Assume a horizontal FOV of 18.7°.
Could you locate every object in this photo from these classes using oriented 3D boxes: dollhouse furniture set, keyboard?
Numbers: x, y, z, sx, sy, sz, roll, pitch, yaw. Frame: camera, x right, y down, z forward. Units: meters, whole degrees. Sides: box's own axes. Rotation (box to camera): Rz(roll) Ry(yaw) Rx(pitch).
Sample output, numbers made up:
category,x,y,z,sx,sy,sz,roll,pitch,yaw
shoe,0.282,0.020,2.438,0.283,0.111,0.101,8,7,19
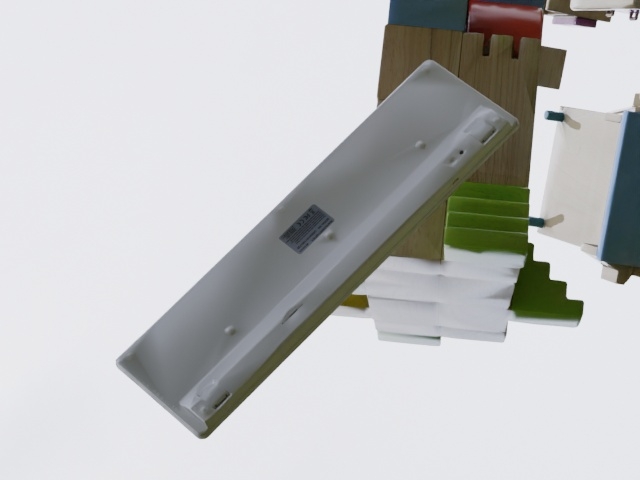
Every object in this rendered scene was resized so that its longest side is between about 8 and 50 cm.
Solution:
category,x,y,z,sx,sy,sz,roll,pitch,yaw
dollhouse furniture set,0.319,-0.104,1.875,0.198,0.286,0.303,9,-87,-18
keyboard,0.000,0.000,1.075,0.256,0.072,0.014,-44,-33,-15

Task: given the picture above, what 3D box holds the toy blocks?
category,x,y,z,sx,sy,sz,roll,pitch,yaw
toy blocks,0.092,-0.085,1.307,0.381,0.191,0.261,74,-158,-78
